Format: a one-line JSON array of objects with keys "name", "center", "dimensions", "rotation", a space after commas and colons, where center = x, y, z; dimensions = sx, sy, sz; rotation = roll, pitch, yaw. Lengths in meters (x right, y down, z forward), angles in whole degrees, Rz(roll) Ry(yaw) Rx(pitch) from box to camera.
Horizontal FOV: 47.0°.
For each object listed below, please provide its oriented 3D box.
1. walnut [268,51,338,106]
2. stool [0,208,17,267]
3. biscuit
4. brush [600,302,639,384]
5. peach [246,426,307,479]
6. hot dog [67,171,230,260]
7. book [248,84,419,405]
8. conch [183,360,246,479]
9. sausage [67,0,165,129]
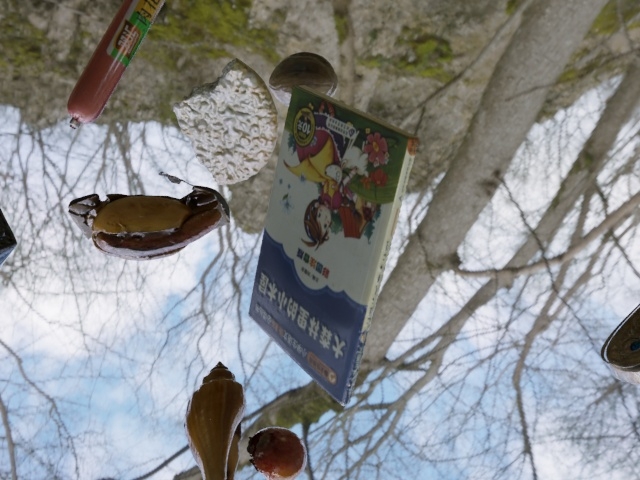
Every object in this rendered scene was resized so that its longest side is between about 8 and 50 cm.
[{"name": "walnut", "center": [-0.039, -0.379, 1.760], "dimensions": [0.162, 0.140, 0.140], "rotation": [17, -137, 8]}, {"name": "stool", "center": [-0.543, -0.010, 0.990], "dimensions": [0.232, 0.141, 0.232], "rotation": [37, -162, -15]}, {"name": "biscuit", "center": [-0.165, -0.204, 1.292], "dimensions": [0.188, 0.265, 0.040], "rotation": [22, -137, -1]}, {"name": "brush", "center": [0.318, -0.020, 0.570], "dimensions": [0.327, 0.070, 0.065], "rotation": [-43, -64, -21]}, {"name": "peach", "center": [-0.058, 0.307, 1.076], "dimensions": [0.098, 0.061, 0.098], "rotation": [45, -163, -19]}, {"name": "hot dog", "center": [-0.356, -0.031, 1.564], "dimensions": [0.325, 0.194, 0.107], "rotation": [-14, -130, -3]}, {"name": "book", "center": [0.000, 0.000, 0.868], "dimensions": [0.018, 0.323, 0.228], "rotation": [-2, -156, -36]}, {"name": "conch", "center": [-0.166, 0.306, 1.119], "dimensions": [0.093, 0.109, 0.330], "rotation": [6, -142, -3]}, {"name": "sausage", "center": [-0.152, -0.190, 0.612], "dimensions": [0.029, 0.029, 0.223], "rotation": [27, -97, -4]}]
